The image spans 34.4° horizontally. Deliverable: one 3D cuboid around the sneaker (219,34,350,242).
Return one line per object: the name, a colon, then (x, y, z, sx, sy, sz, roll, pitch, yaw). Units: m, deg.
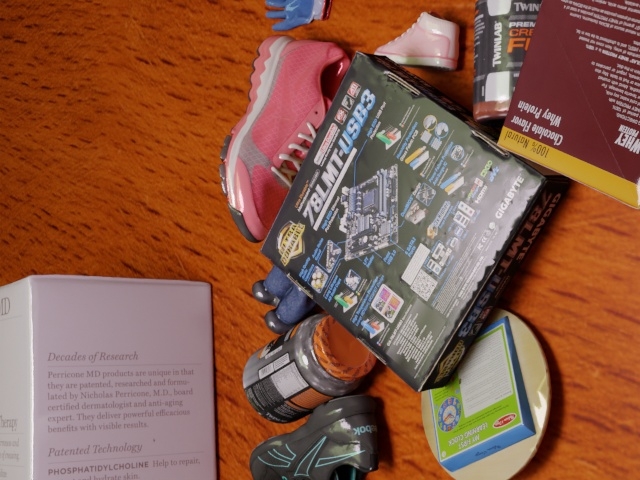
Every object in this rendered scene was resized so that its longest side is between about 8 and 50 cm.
sneaker: (-0.040, -0.147, 1.407, 0.136, 0.116, 0.313, 3, 69, 25)

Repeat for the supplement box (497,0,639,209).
supplement box: (0.301, -0.147, 0.979, 0.191, 0.129, 0.194, 35, 116, 49)

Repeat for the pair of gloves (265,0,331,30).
pair of gloves: (-0.042, -0.303, 1.551, 0.159, 0.023, 0.198, 25, 108, 52)

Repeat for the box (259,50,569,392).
box: (0.096, -0.025, 1.220, 0.293, 0.073, 0.295, 40, 114, 32)

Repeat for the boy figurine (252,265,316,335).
boy figurine: (0.000, 0.000, 1.421, 0.285, 0.092, 0.177, -57, 45, 34)

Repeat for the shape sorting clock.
shape sorting clock: (0.188, 0.179, 1.194, 0.206, 0.040, 0.206, -30, 53, 49)

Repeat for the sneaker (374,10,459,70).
sneaker: (0.124, -0.251, 1.297, 0.134, 0.051, 0.070, 15, 99, 50)

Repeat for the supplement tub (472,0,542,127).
supplement tub: (0.218, -0.224, 1.118, 0.106, 0.106, 0.197, -1, 89, 54)

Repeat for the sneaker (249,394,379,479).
sneaker: (-0.012, 0.303, 1.416, 0.267, 0.101, 0.106, -43, 58, 45)

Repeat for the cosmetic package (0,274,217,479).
cosmetic package: (-0.394, 0.274, 1.752, 0.329, 0.327, 0.393, -15, 76, 53)

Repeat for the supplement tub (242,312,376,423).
supplement tub: (-0.014, 0.171, 1.410, 0.190, 0.117, 0.117, -36, 60, 47)
